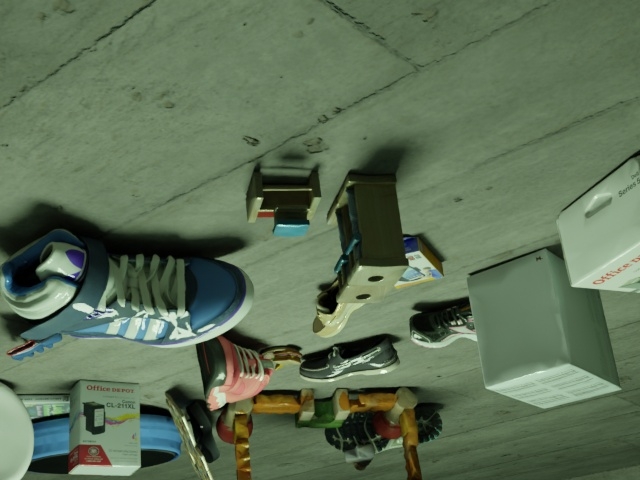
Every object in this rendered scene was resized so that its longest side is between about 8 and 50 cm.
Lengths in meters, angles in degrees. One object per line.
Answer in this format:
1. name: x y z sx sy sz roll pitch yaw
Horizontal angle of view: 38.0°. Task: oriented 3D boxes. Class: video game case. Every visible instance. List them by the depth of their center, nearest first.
1. video game case: -0.580 0.365 1.986 0.173 0.022 0.190 1 154 -15

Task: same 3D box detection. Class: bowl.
1. bowl: -0.506 0.474 2.137 0.391 0.077 0.391 -6 160 -2

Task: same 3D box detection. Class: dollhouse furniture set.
1. dollhouse furniture set: 0.000 0.000 1.193 0.183 0.129 0.129 0 155 -14

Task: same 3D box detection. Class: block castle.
1. block castle: 0.004 0.496 2.059 0.453 0.303 0.213 1 148 -13

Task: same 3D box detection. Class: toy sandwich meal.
1. toy sandwich meal: -0.075 0.228 1.783 0.085 0.029 0.085 -4 155 -2

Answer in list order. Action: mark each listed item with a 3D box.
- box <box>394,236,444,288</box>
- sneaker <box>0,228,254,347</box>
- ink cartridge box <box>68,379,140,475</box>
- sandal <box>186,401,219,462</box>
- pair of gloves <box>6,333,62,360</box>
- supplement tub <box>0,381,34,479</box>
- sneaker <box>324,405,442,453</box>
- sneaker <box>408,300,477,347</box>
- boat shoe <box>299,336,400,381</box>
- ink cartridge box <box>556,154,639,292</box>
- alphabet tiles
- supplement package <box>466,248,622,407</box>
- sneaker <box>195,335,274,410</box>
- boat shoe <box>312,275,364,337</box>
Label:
1. box: 0.128 0.033 1.410 0.081 0.028 0.136 -15 155 21
2. sneaker: -0.274 0.062 1.269 0.322 0.130 0.236 -5 160 11
3. ink cartridge box: -0.431 0.374 1.855 0.127 0.175 0.072 9 149 -28
4. sandal: -0.283 0.441 2.121 0.054 0.097 0.254 -31 151 -18
5. pair of gloves: -0.530 0.198 1.552 0.198 0.023 0.159 -25 175 -10
6. supplement tub: -0.741 0.409 1.806 0.316 0.228 0.228 -20 151 30
7. sneaker: 0.152 0.471 2.261 0.283 0.110 0.122 -3 162 0
8. sneaker: 0.240 0.135 1.623 0.178 0.072 0.077 -6 144 -18
9. boat shoe: 0.049 0.224 1.790 0.206 0.075 0.065 -10 112 22
10. ink cartridge box: 0.500 -0.011 1.284 0.273 0.115 0.198 5 153 -20
11. alphabet tiles: -0.270 0.441 1.966 0.009 0.198 0.237 -26 115 -18
12. supplement package: 0.362 0.149 1.506 0.149 0.194 0.203 -23 149 32
13. sneaker: -0.154 0.227 1.703 0.136 0.116 0.314 -11 163 -8
14. boat shoe: 0.020 0.102 1.505 0.059 0.063 0.170 10 142 -25
